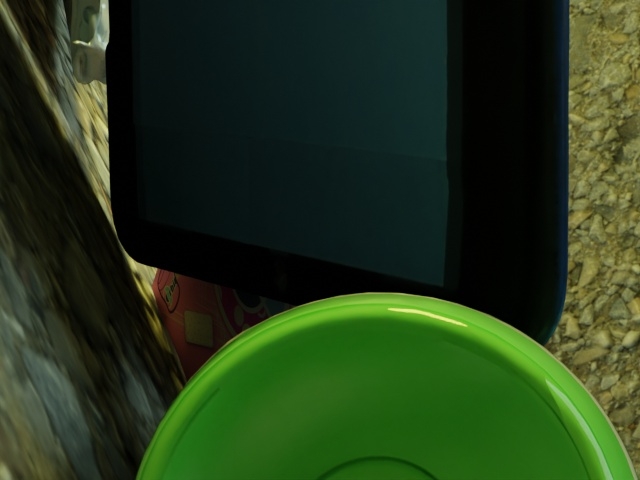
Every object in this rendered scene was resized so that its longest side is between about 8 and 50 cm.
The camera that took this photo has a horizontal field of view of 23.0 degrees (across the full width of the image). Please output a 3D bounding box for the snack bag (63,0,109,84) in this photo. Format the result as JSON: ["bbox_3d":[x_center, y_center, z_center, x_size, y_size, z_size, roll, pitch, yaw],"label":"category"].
[{"bbox_3d":[-0.119,-0.272,0.803,0.342,0.037,0.323,-120,-149,-69],"label":"snack bag"}]

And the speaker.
[{"bbox_3d":[0.027,0.096,0.474,0.296,0.131,0.131,63,2,-76],"label":"speaker"}]

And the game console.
[{"bbox_3d":[-0.064,-0.106,0.513,0.250,0.173,0.293,31,-12,-32],"label":"game console"}]

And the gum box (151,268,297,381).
[{"bbox_3d":[0.000,0.000,0.629,0.107,0.062,0.188,65,-36,32],"label":"gum box"}]
